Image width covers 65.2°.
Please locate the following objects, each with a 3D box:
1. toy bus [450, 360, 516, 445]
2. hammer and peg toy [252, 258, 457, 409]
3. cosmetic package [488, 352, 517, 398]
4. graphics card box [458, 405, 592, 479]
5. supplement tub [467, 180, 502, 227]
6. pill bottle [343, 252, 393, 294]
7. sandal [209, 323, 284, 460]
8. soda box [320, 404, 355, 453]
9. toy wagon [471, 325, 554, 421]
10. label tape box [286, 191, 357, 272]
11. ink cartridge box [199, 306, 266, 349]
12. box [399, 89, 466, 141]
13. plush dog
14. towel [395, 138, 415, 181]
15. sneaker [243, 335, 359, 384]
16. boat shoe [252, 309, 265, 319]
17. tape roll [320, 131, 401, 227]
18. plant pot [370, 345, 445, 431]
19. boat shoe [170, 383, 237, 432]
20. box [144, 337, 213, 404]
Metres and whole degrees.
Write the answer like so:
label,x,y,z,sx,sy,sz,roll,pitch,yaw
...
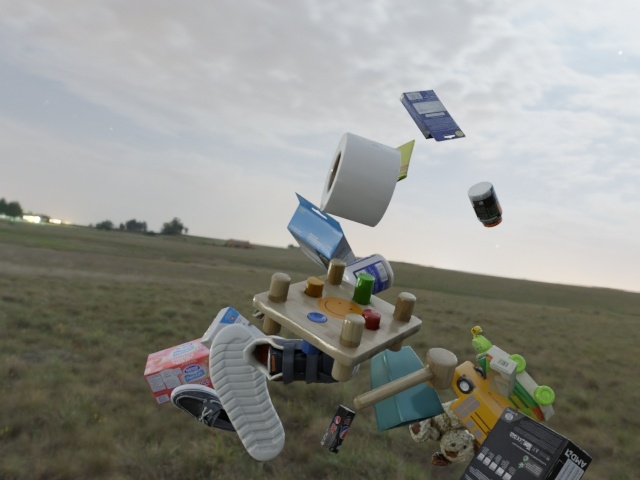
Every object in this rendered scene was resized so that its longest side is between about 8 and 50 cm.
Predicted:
label,x,y,z,sx,sy,sz,roll,pitch,yaw
toy bus,0.508,0.529,1.491,0.108,0.130,0.333,-11,52,-48
hammer and peg toy,0.074,0.163,0.961,0.361,0.128,0.265,26,23,35
cosmetic package,0.474,0.354,1.305,0.060,0.115,0.041,22,51,37
graphics card box,0.440,0.601,1.188,0.094,0.371,0.233,38,-9,-11
supplement tub,0.741,-0.158,2.240,0.116,0.191,0.117,-24,27,13
pill bottle,0.104,0.117,1.435,0.186,0.112,0.112,-20,9,-23
sandal,-0.236,0.466,1.541,0.169,0.417,0.102,-15,-16,-16
soda box,0.069,0.733,1.949,0.053,0.169,0.060,34,-12,-36
toy wagon,0.601,0.435,1.636,0.344,0.068,0.267,50,-14,15
label tape box,0.000,0.000,1.858,0.240,0.106,0.334,36,-13,33
ink cartridge box,-0.300,0.357,1.781,0.203,0.148,0.085,42,-36,-17
box,0.374,-0.409,1.671,0.136,0.225,0.037,-13,-28,-27
plush dog,0.513,0.762,1.971,0.262,0.226,0.210,-30,-20,14
towel,0.302,-0.293,1.894,0.102,0.237,0.021,-20,-57,36
sneaker,-0.060,0.325,1.344,0.320,0.126,0.127,-1,-2,27
boat shoe,-0.221,0.260,1.955,0.043,0.137,0.049,24,38,-15
tape roll,0.115,-0.177,1.483,0.169,0.246,0.246,18,-3,-8
plant pot,0.264,0.480,1.649,0.165,0.235,0.165,-1,-28,-25
boat shoe,-0.378,0.596,1.741,0.301,0.108,0.102,26,14,-13
box,-0.508,0.493,1.950,0.299,0.154,0.142,-18,24,-4
